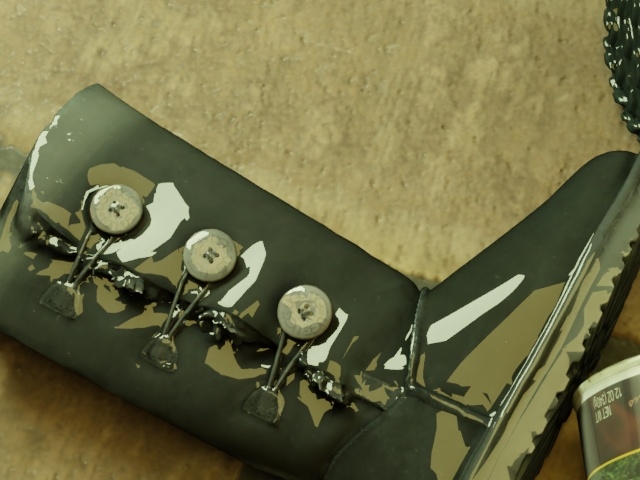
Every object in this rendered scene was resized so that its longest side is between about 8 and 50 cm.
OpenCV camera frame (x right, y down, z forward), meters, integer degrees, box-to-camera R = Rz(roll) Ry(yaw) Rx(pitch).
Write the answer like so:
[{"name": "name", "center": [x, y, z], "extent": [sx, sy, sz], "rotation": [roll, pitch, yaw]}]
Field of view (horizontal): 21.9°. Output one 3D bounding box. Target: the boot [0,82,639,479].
[{"name": "boot", "center": [-0.001, 0.002, 1.259], "extent": [0.445, 0.146, 0.367], "rotation": [25, 68, 15]}]

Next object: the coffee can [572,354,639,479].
[{"name": "coffee can", "center": [0.290, 0.224, 1.120], "extent": [0.201, 0.201, 0.275], "rotation": [-5, 67, -2]}]

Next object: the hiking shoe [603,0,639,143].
[{"name": "hiking shoe", "center": [0.304, -0.217, 1.352], "extent": [0.132, 0.113, 0.304], "rotation": [1, 74, -11]}]
